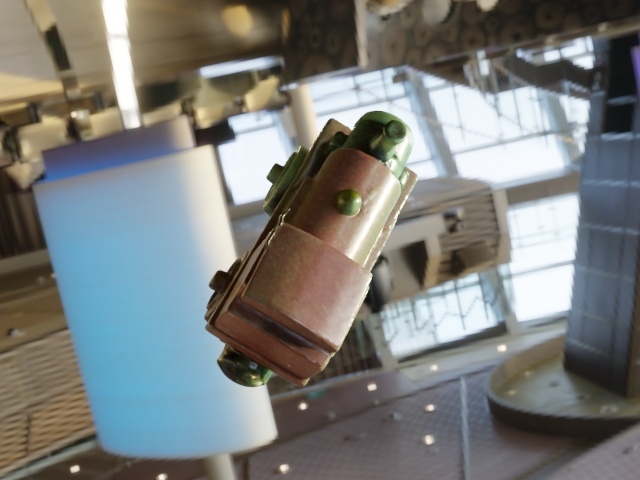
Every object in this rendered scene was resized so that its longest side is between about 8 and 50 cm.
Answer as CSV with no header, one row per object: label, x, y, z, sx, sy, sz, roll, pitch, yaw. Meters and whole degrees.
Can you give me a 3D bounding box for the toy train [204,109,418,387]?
toy train,0.000,0.000,0.998,0.304,0.150,0.221,-62,-173,-24
